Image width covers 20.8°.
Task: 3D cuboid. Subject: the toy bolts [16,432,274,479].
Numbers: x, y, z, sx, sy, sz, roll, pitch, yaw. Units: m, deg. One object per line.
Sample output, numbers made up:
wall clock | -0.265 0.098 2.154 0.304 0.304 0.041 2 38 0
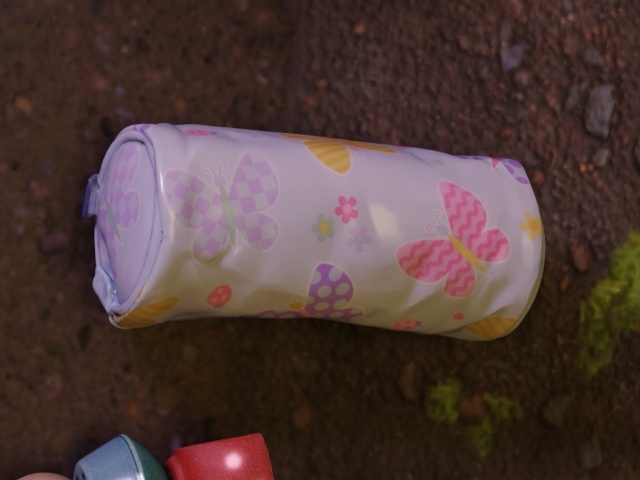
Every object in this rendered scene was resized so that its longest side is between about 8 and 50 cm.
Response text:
toy bolts | -0.095 0.220 0.981 0.158 0.218 0.228 -7 78 -19

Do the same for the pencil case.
pencil case | 0.000 0.000 1.047 0.273 0.113 0.124 3 102 -25
